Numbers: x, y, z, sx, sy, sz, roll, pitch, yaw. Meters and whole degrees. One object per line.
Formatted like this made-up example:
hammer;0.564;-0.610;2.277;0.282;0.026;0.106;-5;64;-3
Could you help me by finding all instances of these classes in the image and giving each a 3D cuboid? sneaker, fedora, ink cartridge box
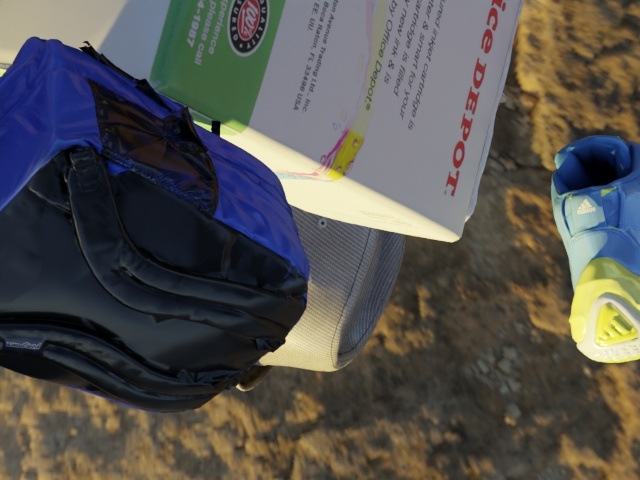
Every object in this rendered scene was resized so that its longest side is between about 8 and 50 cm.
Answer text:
sneaker;0.203;-0.012;0.894;0.091;0.240;0.126;-13;96;22
fedora;0.000;0.000;1.230;0.124;0.244;0.275;11;75;15
ink cartridge box;-0.013;-0.132;0.719;0.117;0.278;0.201;11;83;34

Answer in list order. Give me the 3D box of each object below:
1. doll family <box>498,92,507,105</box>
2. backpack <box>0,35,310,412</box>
doll family;0.065;-0.123;1.165;0.193;0.076;0.111;39;80;-4
backpack;-0.064;-0.006;0.483;0.120;0.101;0.098;29;124;-34
